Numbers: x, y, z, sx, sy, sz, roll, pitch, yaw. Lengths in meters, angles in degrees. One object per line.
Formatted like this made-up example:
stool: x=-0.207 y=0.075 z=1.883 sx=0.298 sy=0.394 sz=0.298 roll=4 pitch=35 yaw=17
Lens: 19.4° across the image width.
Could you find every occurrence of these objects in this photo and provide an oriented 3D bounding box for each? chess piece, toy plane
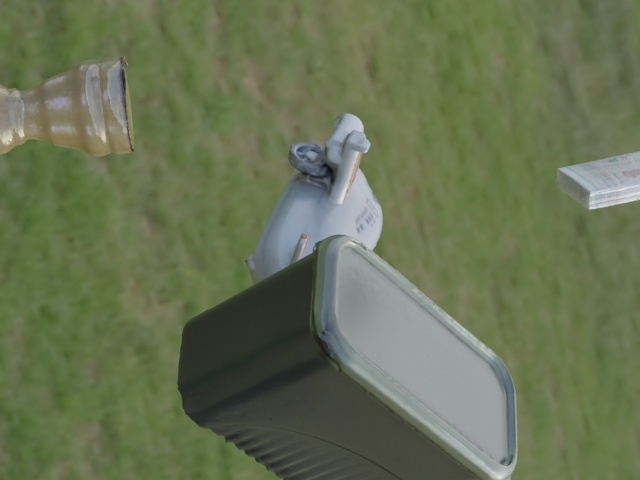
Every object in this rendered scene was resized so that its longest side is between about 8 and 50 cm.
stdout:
chess piece: x=-0.186 y=-0.085 z=1.235 sx=0.066 sy=0.122 sz=0.066 roll=175 pitch=-90 yaw=-88
toy plane: x=0.000 y=0.000 z=1.773 sx=0.244 sy=0.117 sz=0.245 roll=19 pitch=90 yaw=-87

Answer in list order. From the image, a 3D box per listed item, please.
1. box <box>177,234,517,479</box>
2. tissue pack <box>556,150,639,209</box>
box: x=0.025 y=0.126 z=1.585 sx=0.274 sy=0.178 sz=0.138 roll=41 pitch=38 yaw=-35
tissue pack: x=0.262 y=-0.053 z=1.613 sx=0.056 sy=0.108 sz=0.023 roll=-134 pitch=-141 yaw=-54
